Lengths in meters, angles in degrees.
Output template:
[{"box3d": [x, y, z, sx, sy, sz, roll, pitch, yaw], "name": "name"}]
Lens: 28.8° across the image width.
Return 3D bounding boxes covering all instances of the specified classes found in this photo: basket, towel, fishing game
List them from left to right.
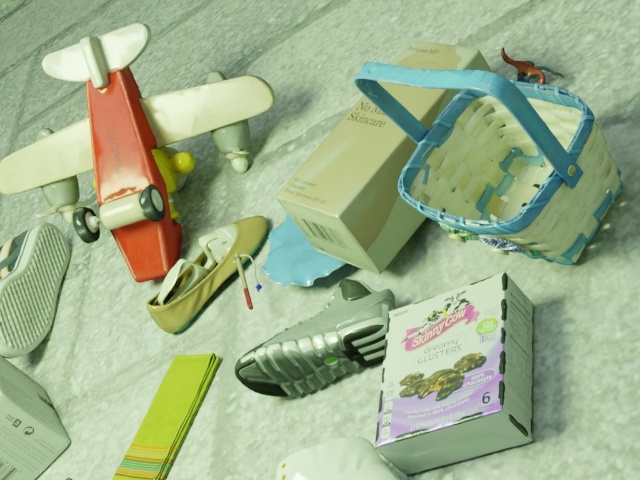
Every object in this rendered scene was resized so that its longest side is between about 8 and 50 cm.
[{"box3d": [-0.223, 0.259, 1.739, 0.102, 0.021, 0.237, -6, 49, 43], "name": "towel"}, {"box3d": [0.000, 0.000, 1.769, 0.264, 0.041, 0.189, -31, 35, 6], "name": "fishing game"}, {"box3d": [0.198, -0.104, 1.439, 0.201, 0.289, 0.255, -53, 33, -13], "name": "basket"}]

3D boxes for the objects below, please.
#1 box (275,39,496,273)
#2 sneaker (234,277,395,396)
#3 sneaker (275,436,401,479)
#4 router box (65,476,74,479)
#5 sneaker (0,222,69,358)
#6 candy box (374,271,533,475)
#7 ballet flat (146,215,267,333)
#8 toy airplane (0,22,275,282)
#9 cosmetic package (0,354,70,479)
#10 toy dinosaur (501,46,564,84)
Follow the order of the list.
[{"box3d": [0.103, -0.119, 1.682, 0.148, 0.121, 0.311, 18, 63, 49], "name": "box"}, {"box3d": [0.001, 0.118, 1.611, 0.229, 0.086, 0.132, -17, 36, 20], "name": "sneaker"}, {"box3d": [-0.033, 0.340, 1.383, 0.292, 0.108, 0.169, -35, 31, -3], "name": "sneaker"}, {"box3d": [-0.345, 0.418, 1.674, 0.133, 0.046, 0.179, -47, 34, -5], "name": "router box"}, {"box3d": [-0.534, 0.102, 2.154, 0.127, 0.126, 0.321, -24, 28, 21], "name": "sneaker"}, {"box3d": [0.153, 0.150, 1.409, 0.165, 0.070, 0.196, -22, 40, 30], "name": "candy box"}, {"box3d": [-0.172, 0.038, 1.878, 0.232, 0.073, 0.080, -51, 34, -10], "name": "ballet flat"}, {"box3d": [-0.310, -0.161, 2.065, 0.386, 0.272, 0.384, 29, 88, 22], "name": "toy airplane"}, {"box3d": [-0.505, 0.280, 1.899, 0.151, 0.151, 0.184, -45, 34, -1], "name": "cosmetic package"}, {"box3d": [0.281, -0.225, 1.690, 0.047, 0.090, 0.082, -60, 1, 3], "name": "toy dinosaur"}]
